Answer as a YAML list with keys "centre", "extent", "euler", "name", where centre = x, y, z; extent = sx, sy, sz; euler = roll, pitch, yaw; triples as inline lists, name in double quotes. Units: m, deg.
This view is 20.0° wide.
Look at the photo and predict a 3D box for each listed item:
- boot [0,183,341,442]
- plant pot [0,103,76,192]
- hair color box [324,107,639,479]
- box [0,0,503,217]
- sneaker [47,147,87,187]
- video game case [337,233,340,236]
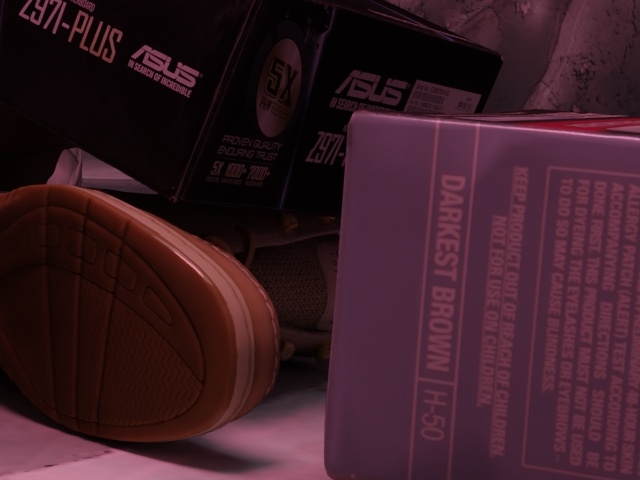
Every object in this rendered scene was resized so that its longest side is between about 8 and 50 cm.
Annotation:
- centre: [-0.041, 0.019, 0.651]
  extent: [0.165, 0.077, 0.213]
  euler: [2, 6, -39]
  name: "boot"
- centre: [-0.216, -0.025, 0.764]
  extent: [0.237, 0.109, 0.237]
  euler: [3, 6, 0]
  name: "plant pot"
- centre: [0.209, 0.030, 0.526]
  extent: [0.375, 0.113, 0.185]
  euler: [7, 7, 22]
  name: "hair color box"
- centre: [-0.041, -0.073, 0.677]
  extent: [0.147, 0.077, 0.180]
  euler: [29, 13, 30]
  name: "box"
- centre: [-0.159, -0.049, 0.973]
  extent: [0.090, 0.115, 0.232]
  euler: [3, 7, -12]
  name: "sneaker"
- centre: [0.000, 0.000, 1.104]
  extent: [0.087, 0.011, 0.122]
  euler: [4, 6, -6]
  name: "video game case"
